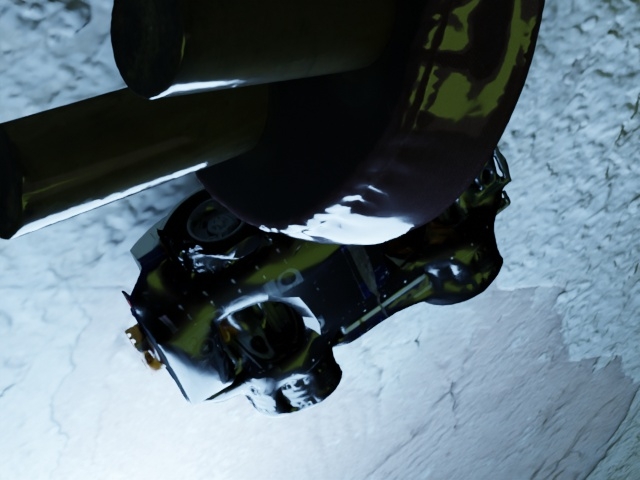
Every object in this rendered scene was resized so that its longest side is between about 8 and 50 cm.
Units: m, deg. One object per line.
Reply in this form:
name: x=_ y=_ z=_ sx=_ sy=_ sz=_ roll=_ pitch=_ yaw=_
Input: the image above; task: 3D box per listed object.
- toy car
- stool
toy car: x=-0.002 y=0.000 z=0.842 sx=0.301 sy=0.118 sz=0.193 roll=-32 pitch=136 yaw=-10
stool: x=-0.049 y=-0.126 z=0.524 sx=0.178 sy=0.272 sz=0.272 roll=-5 pitch=132 yaw=-37
